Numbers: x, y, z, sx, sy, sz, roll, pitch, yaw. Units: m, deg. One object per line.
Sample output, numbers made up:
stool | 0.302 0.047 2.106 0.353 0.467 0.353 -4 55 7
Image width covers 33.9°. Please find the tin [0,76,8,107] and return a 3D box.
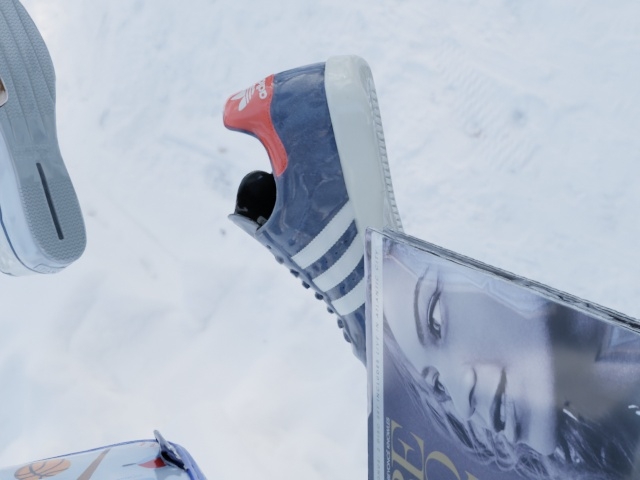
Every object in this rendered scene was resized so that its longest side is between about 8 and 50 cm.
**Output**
tin | -0.255 -0.152 0.638 0.040 0.189 0.106 -42 42 -19

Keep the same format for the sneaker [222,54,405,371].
sneaker | 0.000 0.000 0.968 0.148 0.350 0.131 -8 29 9

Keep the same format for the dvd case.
dvd case | 0.081 0.093 0.488 0.221 0.018 0.164 24 119 60

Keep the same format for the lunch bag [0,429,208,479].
lunch bag | -0.191 0.222 0.660 0.243 0.303 0.115 -158 56 -73

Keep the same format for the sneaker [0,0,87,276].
sneaker | -0.280 -0.090 0.906 0.091 0.094 0.258 -17 83 34
